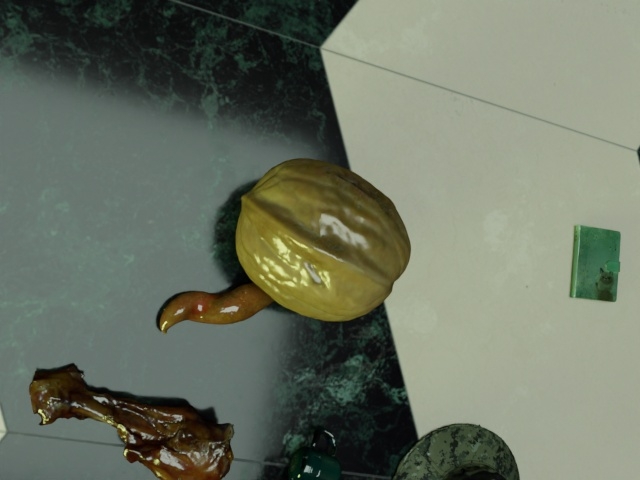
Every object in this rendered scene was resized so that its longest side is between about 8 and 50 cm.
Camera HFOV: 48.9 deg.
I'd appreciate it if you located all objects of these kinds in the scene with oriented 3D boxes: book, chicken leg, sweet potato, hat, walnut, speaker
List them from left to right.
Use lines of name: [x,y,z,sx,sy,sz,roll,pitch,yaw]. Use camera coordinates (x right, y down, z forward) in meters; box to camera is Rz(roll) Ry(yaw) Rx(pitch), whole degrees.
chicken leg: [-0.264,0.258,0.992,0.304,0.093,0.113,27,61,-8]
sweet potato: [-0.141,0.096,1.052,0.202,0.058,0.055,-9,101,-22]
speaker: [-0.002,0.339,1.086,0.075,0.060,0.095,26,79,-18]
walnut: [0.000,0.000,1.022,0.260,0.225,0.225,28,78,-7]
hat: [0.249,0.434,1.137,0.265,0.128,0.266,1,87,-23]
book: [0.515,0.044,1.308,0.103,0.017,0.135,8,85,-18]
